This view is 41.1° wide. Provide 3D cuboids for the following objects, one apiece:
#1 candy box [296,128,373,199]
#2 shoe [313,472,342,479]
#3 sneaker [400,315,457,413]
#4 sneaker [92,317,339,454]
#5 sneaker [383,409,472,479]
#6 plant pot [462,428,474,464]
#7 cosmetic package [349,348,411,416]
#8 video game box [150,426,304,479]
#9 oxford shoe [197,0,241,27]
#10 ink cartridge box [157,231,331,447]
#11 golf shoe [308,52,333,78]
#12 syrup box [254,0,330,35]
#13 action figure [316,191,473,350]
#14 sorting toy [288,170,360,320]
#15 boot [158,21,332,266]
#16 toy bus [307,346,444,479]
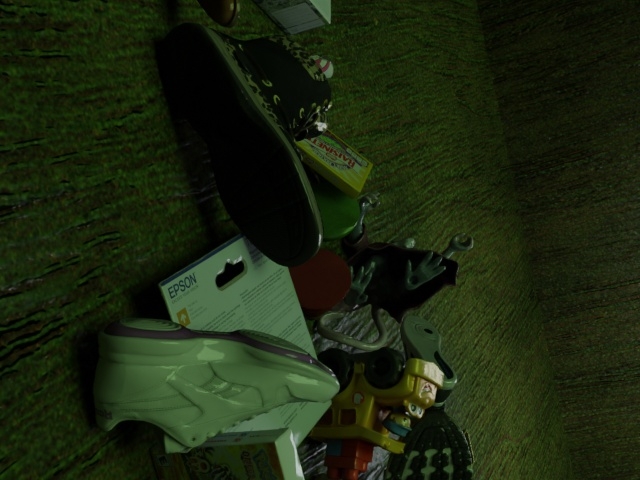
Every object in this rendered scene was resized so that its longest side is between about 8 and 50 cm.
[{"bbox_3d":[-0.003,-0.165,1.509,0.206,0.027,0.105,37,39,-8],"label":"candy box"},{"bbox_3d":[0.051,0.481,1.449,0.219,0.058,0.076,65,29,-28],"label":"shoe"},{"bbox_3d":[0.176,0.239,1.572,0.217,0.079,0.121,-105,-148,-61],"label":"sneaker"},{"bbox_3d":[-0.126,0.181,1.030,0.305,0.114,0.152,11,92,-23],"label":"sneaker"},{"bbox_3d":[0.171,0.442,1.573,0.182,0.158,0.410,-100,-168,-55],"label":"sneaker"},{"bbox_3d":[0.290,0.478,1.920,0.081,0.083,0.081,-23,101,-64],"label":"plant pot"},{"bbox_3d":[0.148,0.291,1.682,0.238,0.107,0.127,33,51,-61],"label":"cosmetic package"},{"bbox_3d":[-0.099,0.336,1.043,0.048,0.187,0.205,-29,106,-64],"label":"video game box"},{"bbox_3d":[-0.186,-0.389,1.240,0.076,0.076,0.212,-11,60,-45],"label":"oxford shoe"},{"bbox_3d":[-0.113,0.165,1.222,0.324,0.072,0.330,-36,110,-62],"label":"ink cartridge box"},{"bbox_3d":[-0.036,-0.303,1.575,0.186,0.068,0.085,-11,94,-56],"label":"golf shoe"},{"bbox_3d":[-0.074,-0.471,1.521,0.237,0.093,0.096,34,51,-56],"label":"syrup box"},{"bbox_3d":[0.147,0.071,1.662,0.370,0.248,0.275,-77,-170,-86],"label":"action figure"},{"bbox_3d":[0.000,0.000,1.524,0.126,0.127,0.365,95,2,-52],"label":"sorting toy"},{"bbox_3d":[-0.064,-0.162,1.309,0.377,0.138,0.284,58,28,1],"label":"boot"},{"bbox_3d":[0.081,0.292,1.410,0.149,0.220,0.211,38,52,-52],"label":"toy bus"}]
